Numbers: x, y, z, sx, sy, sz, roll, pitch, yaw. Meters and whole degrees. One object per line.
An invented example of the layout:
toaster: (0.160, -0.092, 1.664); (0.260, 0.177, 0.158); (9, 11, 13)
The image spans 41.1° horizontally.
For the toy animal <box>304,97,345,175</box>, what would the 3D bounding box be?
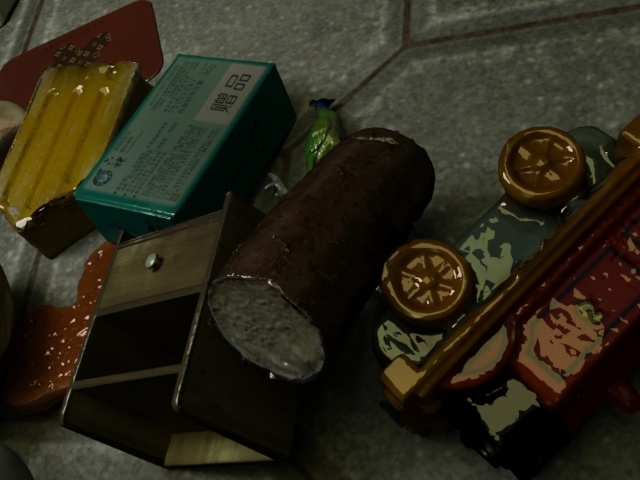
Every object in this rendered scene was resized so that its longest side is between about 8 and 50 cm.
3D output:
toy animal: (0.015, -0.082, 0.976); (0.075, 0.041, 0.217); (-11, 60, 23)

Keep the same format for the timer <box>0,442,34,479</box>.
timer: (-0.372, 0.336, 0.766); (0.285, 0.285, 0.285); (-10, 57, 16)

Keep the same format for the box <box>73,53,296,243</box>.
box: (-0.153, -0.103, 1.006); (0.153, 0.092, 0.245); (13, 58, 28)

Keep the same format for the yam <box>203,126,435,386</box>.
yam: (0.007, 0.001, 0.773); (0.131, 0.131, 0.280); (7, 36, 25)

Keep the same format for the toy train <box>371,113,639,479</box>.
toy train: (0.213, 0.045, 0.749); (0.369, 0.163, 0.231); (-44, 63, -8)

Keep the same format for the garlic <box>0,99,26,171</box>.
garlic: (-0.478, -0.150, 1.185); (0.174, 0.099, 0.124); (20, 61, 32)

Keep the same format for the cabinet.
cabinet: (-0.123, 0.091, 0.827); (0.174, 0.148, 0.215); (-14, 53, 38)

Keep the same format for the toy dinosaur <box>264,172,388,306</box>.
toy dinosaur: (-0.001, -0.001, 0.912); (0.082, 0.039, 0.209); (-41, 69, 0)

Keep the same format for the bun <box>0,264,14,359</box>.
bun: (-0.411, 0.109, 0.956); (0.210, 0.116, 0.237); (-42, 36, 43)

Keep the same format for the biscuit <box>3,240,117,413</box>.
biscuit: (-0.276, 0.094, 0.986); (0.192, 0.036, 0.186); (-23, 51, 8)

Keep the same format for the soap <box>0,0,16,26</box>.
soap: (-0.587, -0.406, 1.406); (0.183, 0.064, 0.121); (3, 59, 23)

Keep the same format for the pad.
pad: (-0.358, -0.252, 1.255); (0.267, 0.004, 0.181); (-23, 54, 8)

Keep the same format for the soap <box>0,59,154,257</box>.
soap: (-0.321, -0.107, 1.100); (0.160, 0.080, 0.258); (0, 61, 23)
